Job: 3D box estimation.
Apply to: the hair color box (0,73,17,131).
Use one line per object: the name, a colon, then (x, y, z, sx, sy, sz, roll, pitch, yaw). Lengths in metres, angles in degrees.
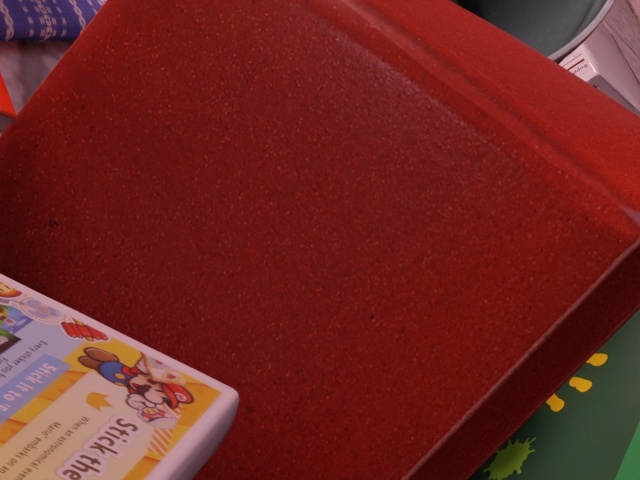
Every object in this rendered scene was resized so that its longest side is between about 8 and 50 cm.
hair color box: (-0.195, -0.062, 0.577, 0.141, 0.072, 0.043, 21, 40, -57)

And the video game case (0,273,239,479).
video game case: (-0.150, 0.048, 0.437, 0.206, 0.026, 0.227, 25, 19, 7)

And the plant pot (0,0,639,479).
plant pot: (0.000, 0.000, 0.682, 0.236, 0.267, 0.267, 46, 18, 14)

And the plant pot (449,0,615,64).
plant pot: (0.050, -0.194, 1.058, 0.293, 0.293, 0.196, 60, -19, 15)

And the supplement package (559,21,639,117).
supplement package: (0.235, -0.162, 1.558, 0.194, 0.149, 0.203, 31, 31, -47)

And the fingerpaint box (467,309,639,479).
fingerpaint box: (0.286, 0.309, 0.918, 0.445, 0.163, 0.371, 47, 22, -18)

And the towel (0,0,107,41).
towel: (-0.195, -0.215, 0.881, 0.243, 0.040, 0.336, 59, 23, 6)
